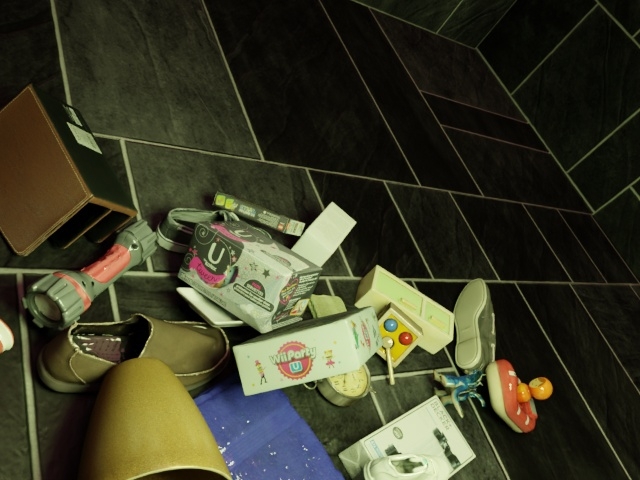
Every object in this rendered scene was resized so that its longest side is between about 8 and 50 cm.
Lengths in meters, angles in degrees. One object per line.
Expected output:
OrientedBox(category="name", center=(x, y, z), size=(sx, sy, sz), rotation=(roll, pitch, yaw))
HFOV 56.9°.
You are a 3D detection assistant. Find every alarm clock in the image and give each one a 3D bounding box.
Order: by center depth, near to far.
OrientedBox(category="alarm clock", center=(0.033, 0.314, 1.349), size=(0.192, 0.064, 0.129), rotation=(6, 50, -39))

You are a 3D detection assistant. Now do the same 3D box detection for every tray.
OrientedBox(category="tray", center=(-0.175, 0.151, 1.296), size=(0.145, 0.030, 0.270), rotation=(31, 15, 36))

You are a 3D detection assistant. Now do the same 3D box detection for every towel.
OrientedBox(category="towel", center=(-0.118, 0.404, 1.136), size=(0.227, 0.076, 0.308), rotation=(-24, 69, -46))
OrientedBox(category="towel", center=(0.032, 0.200, 1.488), size=(0.110, 0.027, 0.148), rotation=(4, 51, -37))

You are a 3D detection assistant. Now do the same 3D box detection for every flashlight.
OrientedBox(category="flashlight", center=(-0.433, 0.053, 1.153), size=(0.103, 0.103, 0.304), rotation=(62, 32, -18))

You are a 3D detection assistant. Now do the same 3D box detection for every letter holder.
OrientedBox(category="letter holder", center=(-0.565, -0.124, 1.228), size=(0.302, 0.214, 0.152), rotation=(55, 9, 18))

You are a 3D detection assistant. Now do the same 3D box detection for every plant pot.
OrientedBox(category="plant pot", center=(-0.285, 0.325, 0.966), size=(0.237, 0.237, 0.254), rotation=(10, 35, -33))

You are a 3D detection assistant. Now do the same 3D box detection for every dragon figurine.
OrientedBox(category="dragon figurine", center=(0.363, 0.368, 1.468), size=(0.144, 0.289, 0.085), rotation=(-1, 85, -1))

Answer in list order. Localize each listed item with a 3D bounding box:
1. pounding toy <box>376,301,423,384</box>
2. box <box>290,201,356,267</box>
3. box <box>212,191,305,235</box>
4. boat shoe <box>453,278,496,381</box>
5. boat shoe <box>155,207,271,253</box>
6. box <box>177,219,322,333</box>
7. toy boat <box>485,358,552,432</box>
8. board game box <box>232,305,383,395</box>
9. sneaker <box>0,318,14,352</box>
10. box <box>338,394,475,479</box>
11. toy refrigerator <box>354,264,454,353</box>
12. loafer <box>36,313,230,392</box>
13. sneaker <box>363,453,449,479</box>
OrientedBox(category="pounding toy", center=(0.179, 0.257, 1.484), size=(0.130, 0.141, 0.100), rotation=(41, 10, 0))
OrientedBox(category="box", center=(0.000, 0.000, 1.571), size=(0.091, 0.130, 0.170), rotation=(40, 39, -1))
OrientedBox(category="box", center=(-0.152, -0.065, 1.476), size=(0.207, 0.036, 0.114), rotation=(21, 3, 18))
OrientedBox(category="boat shoe", center=(0.458, 0.261, 1.735), size=(0.095, 0.112, 0.335), rotation=(45, 40, -24))
OrientedBox(category="boat shoe", center=(-0.237, -0.024, 1.418), size=(0.301, 0.102, 0.108), rotation=(10, 48, -33))
OrientedBox(category="box", center=(-0.152, 0.068, 1.274), size=(0.247, 0.142, 0.163), rotation=(28, 15, 24))
OrientedBox(category="toy boat", center=(0.538, 0.403, 1.570), size=(0.231, 0.151, 0.151), rotation=(45, 32, -36))
OrientedBox(category="board game box", center=(-0.011, 0.210, 1.187), size=(0.303, 0.224, 0.098), rotation=(6, 68, -75))
OrientedBox(category="sneaker", center=(-0.626, 0.129, 0.960), size=(0.221, 0.087, 0.128), rotation=(39, 37, 0))
OrientedBox(category="box", center=(0.197, 0.476, 1.312), size=(0.290, 0.087, 0.169), rotation=(-10, 60, -45))
OrientedBox(category="toy refrigerator", center=(0.235, 0.188, 1.616), size=(0.269, 0.094, 0.102), rotation=(33, 38, -10))
OrientedBox(category="loafer", center=(-0.319, 0.208, 1.102), size=(0.365, 0.130, 0.134), rotation=(1, 53, -40))
OrientedBox(category="sneaker", center=(0.194, 0.458, 1.179), size=(0.212, 0.094, 0.080), rotation=(10, 46, -33))
